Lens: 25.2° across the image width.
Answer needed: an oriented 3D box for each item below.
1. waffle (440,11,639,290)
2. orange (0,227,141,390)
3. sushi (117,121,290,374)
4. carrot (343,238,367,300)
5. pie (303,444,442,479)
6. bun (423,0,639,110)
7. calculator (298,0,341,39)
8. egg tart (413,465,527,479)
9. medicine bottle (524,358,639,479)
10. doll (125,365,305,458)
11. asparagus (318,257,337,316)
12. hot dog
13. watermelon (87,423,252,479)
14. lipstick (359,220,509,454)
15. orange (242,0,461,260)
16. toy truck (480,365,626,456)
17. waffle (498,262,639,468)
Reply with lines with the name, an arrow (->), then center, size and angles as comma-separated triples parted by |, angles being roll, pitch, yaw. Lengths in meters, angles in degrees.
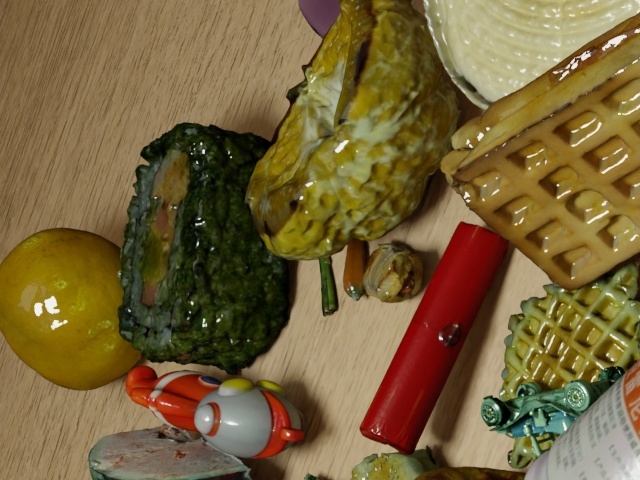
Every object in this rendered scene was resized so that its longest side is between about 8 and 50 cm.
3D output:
waffle -> 0.305, -0.095, 1.416 | 0.327, 0.224, 0.098 | -33, 30, 37
orange -> -0.397, 0.108, 2.317 | 0.235, 0.279, 0.279 | -39, 39, -1
sushi -> -0.176, 0.016, 2.108 | 0.294, 0.178, 0.352 | -13, 69, 55
carrot -> 0.046, 0.023, 1.920 | 0.035, 0.035, 0.142 | -38, 41, 41
pie -> 0.042, 0.402, 1.730 | 0.371, 0.078, 0.297 | -29, 53, 48
bun -> 0.291, -0.297, 1.545 | 0.364, 0.202, 0.364 | 3, 93, 47
calculator -> 0.047, -0.376, 2.072 | 0.194, 0.043, 0.294 | -64, 34, 15
egg tart -> 0.177, 0.327, 1.472 | 0.202, 0.202, 0.147 | 21, 103, 56
medicine bottle -> 0.349, 0.184, 1.270 | 0.316, 0.202, 0.202 | -51, 40, 30
doll -> -0.133, 0.227, 1.947 | 0.336, 0.199, 0.105 | 12, 91, 52
asparagus -> 0.000, 0.000, 2.003 | 0.023, 0.022, 0.233 | 102, 163, -60
hot dog -> 0.097, 0.047, 1.809 | 0.078, 0.061, 0.169 | -62, 9, 4
watermelon -> -0.197, 0.348, 1.988 | 0.180, 0.224, 0.305 | -60, 27, -10
lipstick -> 0.134, 0.114, 1.672 | 0.073, 0.073, 0.280 | 11, 72, 56
orange -> 0.053, -0.128, 1.805 | 0.369, 0.210, 0.271 | -60, 13, 17
toy truck -> 0.244, 0.178, 1.448 | 0.154, 0.080, 0.078 | -19, 86, 45
waffle -> 0.269, 0.137, 1.532 | 0.214, 0.054, 0.208 | -26, 58, 47
